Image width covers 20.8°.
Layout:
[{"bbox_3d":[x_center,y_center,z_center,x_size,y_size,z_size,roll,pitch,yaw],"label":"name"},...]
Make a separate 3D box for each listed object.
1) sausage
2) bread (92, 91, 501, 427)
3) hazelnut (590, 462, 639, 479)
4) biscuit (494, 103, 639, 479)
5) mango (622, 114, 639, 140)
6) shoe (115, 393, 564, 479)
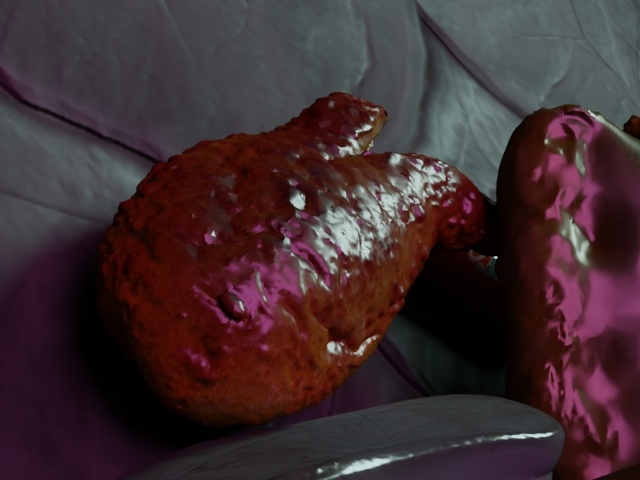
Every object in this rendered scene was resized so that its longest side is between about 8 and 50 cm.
[{"bbox_3d":[0.080,0.016,0.980,0.145,0.048,0.050,35,-4,-17],"label":"sausage"},{"bbox_3d":[-0.008,-0.004,0.841,0.139,0.095,0.269,42,44,12],"label":"bread"},{"bbox_3d":[0.187,0.246,0.589,0.421,0.352,0.421,-1,44,1],"label":"hazelnut"},{"bbox_3d":[0.218,0.087,0.953,0.335,0.078,0.329,0,76,-49],"label":"biscuit"},{"bbox_3d":[0.308,0.009,1.119,0.287,0.201,0.152,37,79,-17],"label":"mango"},{"bbox_3d":[0.008,0.130,0.745,0.251,0.103,0.100,-11,99,-39],"label":"shoe"}]
